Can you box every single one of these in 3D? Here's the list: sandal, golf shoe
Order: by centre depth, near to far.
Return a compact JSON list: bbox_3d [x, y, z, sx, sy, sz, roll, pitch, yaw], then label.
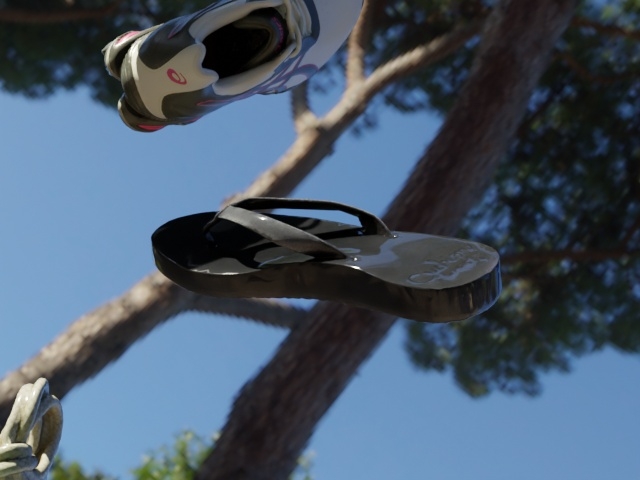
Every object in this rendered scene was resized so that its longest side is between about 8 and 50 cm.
[{"bbox_3d":[0.001,0.000,0.946,0.255,0.097,0.054,6,-63,31],"label":"sandal"},{"bbox_3d":[-0.042,-0.163,1.169,0.120,0.273,0.105,-7,-69,50],"label":"golf shoe"}]

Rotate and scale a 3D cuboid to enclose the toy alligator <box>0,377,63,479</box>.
[{"bbox_3d":[-0.095,0.075,0.244,0.051,0.189,0.056,3,-66,6],"label":"toy alligator"}]
